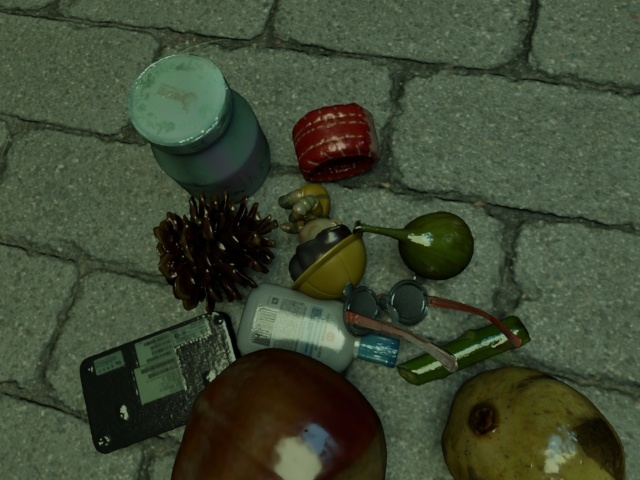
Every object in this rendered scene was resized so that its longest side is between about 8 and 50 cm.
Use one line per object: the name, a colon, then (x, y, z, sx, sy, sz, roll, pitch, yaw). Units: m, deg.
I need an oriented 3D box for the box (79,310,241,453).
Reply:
box: (-0.342, 0.307, 0.905, 0.349, 0.058, 0.212, -21, 74, 1)

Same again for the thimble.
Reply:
thimble: (0.036, -0.217, 0.926, 0.189, 0.163, 0.125, -14, 77, 4)

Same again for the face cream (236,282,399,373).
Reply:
face cream: (-0.003, 0.199, 0.875, 0.336, 0.080, 0.163, 12, 77, 9)

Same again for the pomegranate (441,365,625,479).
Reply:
pomegranate: (0.352, 0.357, 0.697, 0.280, 0.281, 0.282, -2, 77, 7)

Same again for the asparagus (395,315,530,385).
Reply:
asparagus: (0.291, 0.231, 0.843, 0.277, 0.060, 0.068, -26, 85, 1)

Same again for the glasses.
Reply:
glasses: (0.196, 0.131, 0.750, 0.233, 0.268, 0.118, -2, 91, -33)

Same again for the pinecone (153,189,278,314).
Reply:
pinecone: (-0.213, 0.008, 0.863, 0.263, 0.264, 0.265, -2, 77, 7)

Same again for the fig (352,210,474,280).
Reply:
fig: (0.190, -0.014, 0.817, 0.259, 0.151, 0.152, 26, 78, -30)

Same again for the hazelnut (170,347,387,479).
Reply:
hazelnut: (-0.068, 0.381, 0.717, 0.364, 0.366, 0.367, -2, 77, 7)

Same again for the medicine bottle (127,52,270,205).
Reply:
medicine bottle: (-0.255, -0.233, 0.900, 0.244, 0.290, 0.245, -1, 76, 6)

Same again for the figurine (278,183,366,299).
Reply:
figurine: (0.005, 0.000, 0.872, 0.167, 0.192, 0.257, -6, 65, -13)
